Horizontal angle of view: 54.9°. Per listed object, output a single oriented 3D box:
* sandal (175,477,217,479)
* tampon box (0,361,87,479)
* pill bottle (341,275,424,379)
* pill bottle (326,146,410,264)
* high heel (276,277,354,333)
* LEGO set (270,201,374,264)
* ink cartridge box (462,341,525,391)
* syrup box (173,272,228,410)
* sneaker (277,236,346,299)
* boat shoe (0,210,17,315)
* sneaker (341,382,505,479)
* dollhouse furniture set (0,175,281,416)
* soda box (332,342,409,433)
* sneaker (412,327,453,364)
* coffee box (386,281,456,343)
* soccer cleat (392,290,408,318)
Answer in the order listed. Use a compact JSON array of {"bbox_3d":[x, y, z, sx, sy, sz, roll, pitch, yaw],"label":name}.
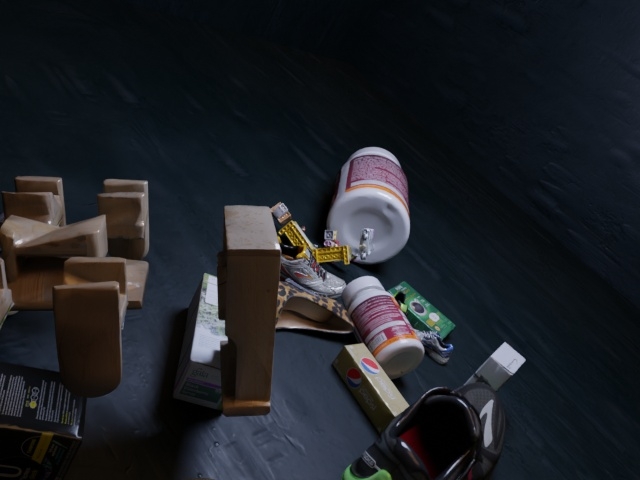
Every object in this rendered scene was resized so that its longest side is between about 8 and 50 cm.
[{"bbox_3d":[-0.243,0.363,0.766,0.240,0.088,0.079,-2,83,-31],"label":"sandal"},{"bbox_3d":[-0.387,0.230,0.759,0.161,0.120,0.101,18,29,-26],"label":"tampon box"},{"bbox_3d":[0.132,0.189,1.373,0.121,0.121,0.221,13,33,-34],"label":"pill bottle"},{"bbox_3d":[0.144,-0.118,1.783,0.224,0.224,0.392,28,28,-8],"label":"pill bottle"},{"bbox_3d":[-0.030,0.163,1.270,0.186,0.093,0.261,31,18,8],"label":"high heel"},{"bbox_3d":[0.000,0.000,1.572,0.287,0.132,0.107,17,4,21],"label":"LEGO set"},{"bbox_3d":[0.384,0.313,1.400,0.063,0.150,0.109,43,29,19],"label":"ink cartridge box"},{"bbox_3d":[-0.188,0.174,1.088,0.093,0.096,0.237,20,31,-17],"label":"syrup box"},{"bbox_3d":[-0.037,0.067,1.428,0.225,0.093,0.088,25,28,-16],"label":"sneaker"},{"bbox_3d":[-0.510,0.005,1.030,0.102,0.092,0.285,20,29,-22],"label":"boat shoe"},{"bbox_3d":[0.238,0.362,1.110,0.185,0.202,0.482,45,30,21],"label":"sneaker"},{"bbox_3d":[-0.266,0.093,0.857,0.394,0.257,0.362,1,24,-11],"label":"dollhouse furniture set"},{"bbox_3d":[0.102,0.295,1.238,0.061,0.058,0.181,3,39,-44],"label":"soda box"},{"bbox_3d":[0.263,0.239,1.498,0.135,0.058,0.052,33,27,2],"label":"sneaker"},{"bbox_3d":[0.254,0.188,1.591,0.184,0.040,0.113,41,28,16],"label":"coffee box"},{"bbox_3d":[0.181,0.190,1.473,0.060,0.072,0.179,26,32,-13],"label":"soccer cleat"}]
